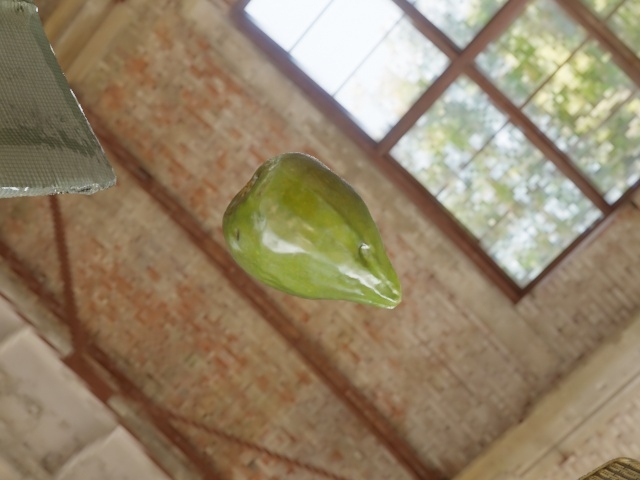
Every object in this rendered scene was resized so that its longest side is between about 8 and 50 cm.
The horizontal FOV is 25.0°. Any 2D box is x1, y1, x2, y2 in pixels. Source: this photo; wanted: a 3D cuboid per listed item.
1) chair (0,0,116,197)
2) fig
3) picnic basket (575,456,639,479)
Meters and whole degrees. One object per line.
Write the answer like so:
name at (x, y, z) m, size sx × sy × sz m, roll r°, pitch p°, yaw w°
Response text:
chair at (-0.251, -0.150, 0.790) m, size 0.160 × 0.186 × 0.319 m, roll -4°, pitch -103°, yaw -57°
fig at (-0.014, -0.003, 1.760) m, size 0.233 × 0.167 × 0.167 m, roll 42°, pitch -156°, yaw 25°
picnic basket at (0.166, 0.200, 0.820) m, size 0.164 × 0.080 × 0.115 m, roll -21°, pitch -155°, yaw -34°
